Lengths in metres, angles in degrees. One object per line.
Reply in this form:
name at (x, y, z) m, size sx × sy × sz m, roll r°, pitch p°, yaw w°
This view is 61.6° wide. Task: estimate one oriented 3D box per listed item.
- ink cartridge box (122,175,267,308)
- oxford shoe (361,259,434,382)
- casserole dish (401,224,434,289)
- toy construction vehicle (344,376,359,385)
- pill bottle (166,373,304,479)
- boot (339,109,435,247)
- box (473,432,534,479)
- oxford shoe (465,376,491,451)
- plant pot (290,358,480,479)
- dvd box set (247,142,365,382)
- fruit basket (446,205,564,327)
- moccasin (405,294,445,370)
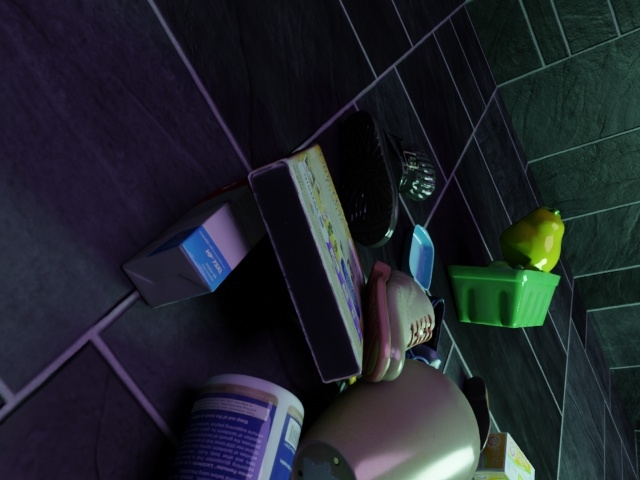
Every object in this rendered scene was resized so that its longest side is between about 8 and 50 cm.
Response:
ink cartridge box at (-0.156, -0.010, 0.781) m, size 0.078 × 0.134 × 0.231 m, roll 59°, pitch 38°, yaw -18°
oxford shoe at (0.151, 0.144, 1.008) m, size 0.397 × 0.146 × 0.141 m, roll -67°, pitch 175°, yaw -69°
casserole dish at (0.253, 0.046, 1.406) m, size 0.114 × 0.037 × 0.188 m, roll 47°, pitch 42°, yaw -33°
toy construction vehicle at (0.079, 0.281, 1.083) m, size 0.098 × 0.035 × 0.086 m, roll 48°, pitch 53°, yaw -28°
pill bottle at (-0.121, 0.320, 0.681) m, size 0.153 × 0.153 × 0.265 m, roll 46°, pitch 43°, yaw -34°
boot at (0.174, -0.123, 1.284) m, size 0.260 × 0.131 × 0.348 m, roll 24°, pitch 57°, yaw -47°
box at (0.487, 0.617, 1.442) m, size 0.203 × 0.103 × 0.114 m, roll 52°, pitch 41°, yaw -28°
oxford shoe at (0.427, 0.479, 1.446) m, size 0.076 × 0.076 × 0.212 m, roll 59°, pitch 37°, yaw -38°
plant pot at (0.083, 0.345, 0.866) m, size 0.274 × 0.256 × 0.257 m, roll -2°, pitch 78°, yaw -53°
dvd box set at (0.000, 0.000, 0.894) m, size 0.420 × 0.062 × 0.308 m, roll -70°, pitch 141°, yaw -75°
fruit basket at (0.581, 0.074, 1.628) m, size 0.392 × 0.282 × 0.392 m, roll -4°, pitch 95°, yaw -52°
moccasin at (0.211, 0.258, 1.193) m, size 0.137 × 0.116 × 0.342 m, roll 42°, pitch 46°, yaw -37°
